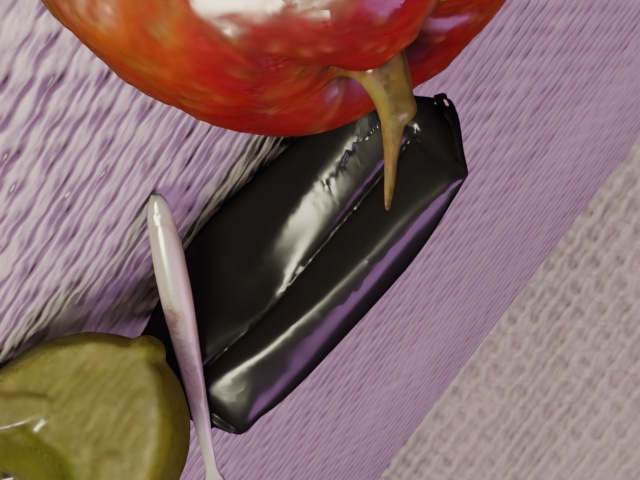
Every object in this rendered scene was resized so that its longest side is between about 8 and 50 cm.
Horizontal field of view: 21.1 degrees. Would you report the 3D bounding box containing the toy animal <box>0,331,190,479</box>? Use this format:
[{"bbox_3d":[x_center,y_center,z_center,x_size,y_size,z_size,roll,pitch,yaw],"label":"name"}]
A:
[{"bbox_3d":[-0.196,0.217,1.409,0.180,0.181,0.363,-54,167,-34],"label":"toy animal"}]

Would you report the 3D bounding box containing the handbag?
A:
[{"bbox_3d":[0.000,0.000,1.521,0.342,0.152,0.288,-47,177,8],"label":"handbag"}]

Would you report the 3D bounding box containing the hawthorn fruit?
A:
[{"bbox_3d":[-0.024,-0.177,0.809,0.258,0.262,0.258,-51,156,-33],"label":"hawthorn fruit"}]

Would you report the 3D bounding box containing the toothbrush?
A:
[{"bbox_3d":[-0.102,0.107,1.373,0.025,0.307,0.029,-12,-159,-5],"label":"toothbrush"}]
